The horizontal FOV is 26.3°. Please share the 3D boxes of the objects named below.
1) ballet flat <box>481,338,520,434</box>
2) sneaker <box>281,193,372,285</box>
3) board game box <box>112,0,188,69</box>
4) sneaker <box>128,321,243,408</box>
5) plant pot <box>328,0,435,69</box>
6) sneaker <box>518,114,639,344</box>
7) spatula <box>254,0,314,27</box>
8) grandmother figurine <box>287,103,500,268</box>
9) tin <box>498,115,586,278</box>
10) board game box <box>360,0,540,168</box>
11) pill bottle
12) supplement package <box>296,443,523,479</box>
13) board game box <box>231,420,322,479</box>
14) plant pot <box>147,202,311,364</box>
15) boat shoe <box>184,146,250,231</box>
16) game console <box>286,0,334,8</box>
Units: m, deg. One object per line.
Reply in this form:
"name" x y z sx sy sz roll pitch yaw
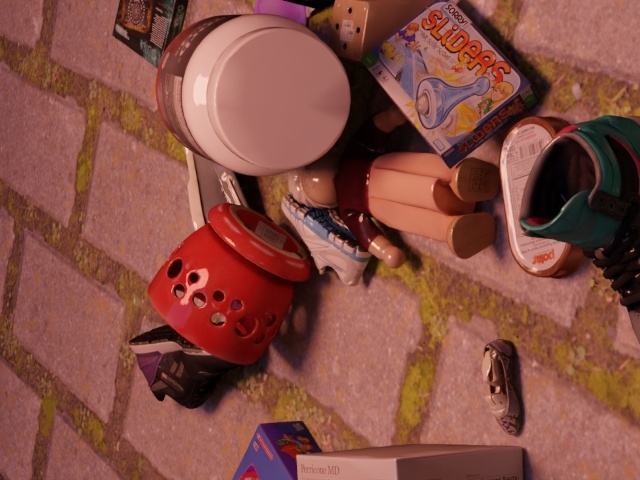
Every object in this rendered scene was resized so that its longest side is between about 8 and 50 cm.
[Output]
"ballet flat" 0.210 0.174 1.627 0.041 0.041 0.114 -16 77 52
"sneaker" 0.000 0.000 1.891 0.190 0.071 0.083 43 128 45
"board game box" -0.291 -0.376 2.322 0.186 0.026 0.126 39 120 46
"sneaker" -0.182 0.198 2.128 0.283 0.107 0.124 -4 106 53
"plant pot" 0.072 -0.270 1.773 0.109 0.096 0.109 21 106 52
"sneaker" 0.296 0.004 1.397 0.124 0.178 0.295 -34 63 47
"spatula" 0.004 -0.335 1.922 0.296 0.030 0.084 -11 81 52
"grandmother figurine" 0.079 -0.073 1.762 0.342 0.104 0.208 10 89 50
"tin" 0.255 -0.050 1.576 0.106 0.040 0.190 -22 72 56
"board game box" 0.153 -0.195 1.656 0.136 0.035 0.201 -38 51 3
"pill bottle" -0.091 -0.195 1.811 0.363 0.210 0.210 -152 67 -72
"supplement package" 0.110 0.379 1.623 0.199 0.198 0.263 -10 81 53
"board game box" -0.022 0.455 1.899 0.347 0.078 0.233 54 130 39
"plant pot" -0.123 0.052 1.939 0.174 0.191 0.191 -57 45 14
"boat shoe" -0.152 -0.135 2.100 0.099 0.116 0.319 -12 67 9
"game console" -0.096 -0.443 1.864 0.361 0.044 0.213 16 78 19
